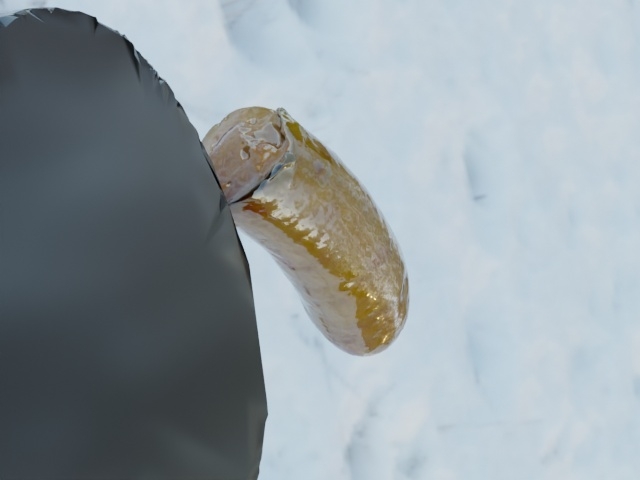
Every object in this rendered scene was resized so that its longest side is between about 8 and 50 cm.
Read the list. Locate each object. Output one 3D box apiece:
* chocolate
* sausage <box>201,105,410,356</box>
[{"bbox_3d":[-0.257,0.060,0.891,0.384,0.331,0.383,-11,90,-70],"label":"chocolate"},{"bbox_3d":[0.000,-0.002,1.179,0.270,0.109,0.109,54,39,-48],"label":"sausage"}]
